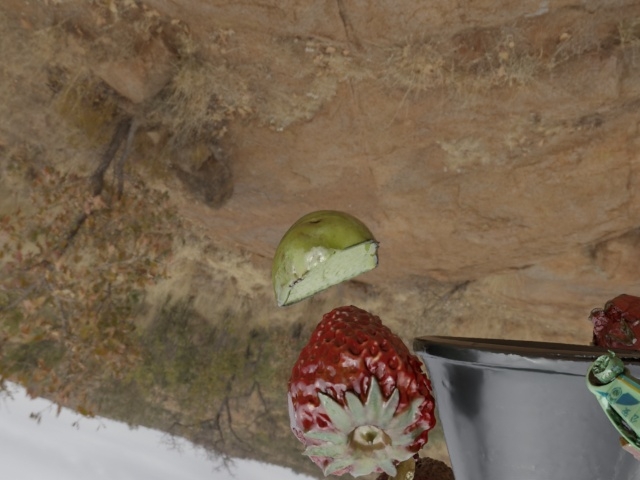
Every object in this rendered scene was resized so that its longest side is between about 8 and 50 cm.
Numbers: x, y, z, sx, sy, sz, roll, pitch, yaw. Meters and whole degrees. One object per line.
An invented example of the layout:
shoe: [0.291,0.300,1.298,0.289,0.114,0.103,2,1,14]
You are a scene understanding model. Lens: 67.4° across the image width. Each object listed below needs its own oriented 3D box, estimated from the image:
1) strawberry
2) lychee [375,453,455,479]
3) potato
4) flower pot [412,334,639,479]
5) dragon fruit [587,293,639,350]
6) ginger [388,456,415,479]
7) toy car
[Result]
strawberry: [0.052,0.188,0.678,0.205,0.244,0.206,-1,116,-2]
lychee: [0.287,0.795,1.421,0.305,0.331,0.306,-9,163,-3]
potato: [0.000,0.000,1.278,0.330,0.213,0.280,-22,161,-18]
flower pot: [0.312,0.274,0.711,0.378,0.252,0.379,4,173,0]
dragon fruit: [0.573,0.169,0.870,0.218,0.224,0.148,24,-165,-50]
ginger: [0.181,0.505,1.161,0.132,0.214,0.059,-14,138,39]
toy car: [0.260,0.144,0.353,0.093,0.058,0.186,33,-174,2]
